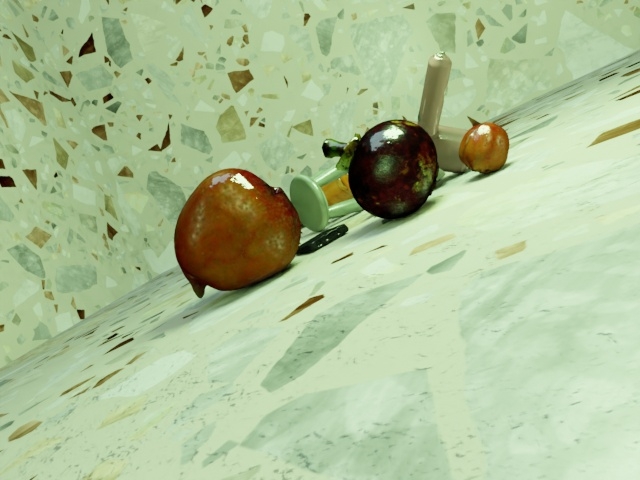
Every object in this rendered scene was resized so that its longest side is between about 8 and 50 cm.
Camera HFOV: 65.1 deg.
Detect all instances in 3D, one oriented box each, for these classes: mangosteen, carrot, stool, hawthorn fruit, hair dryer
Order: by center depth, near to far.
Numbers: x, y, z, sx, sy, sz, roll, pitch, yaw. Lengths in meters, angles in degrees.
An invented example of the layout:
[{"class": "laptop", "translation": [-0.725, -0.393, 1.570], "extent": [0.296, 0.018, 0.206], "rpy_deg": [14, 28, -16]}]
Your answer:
[{"class": "mangosteen", "translation": [0.128, -0.172, 1.159], "extent": [0.289, 0.231, 0.231], "rpy_deg": [15, 22, 17]}, {"class": "hawthorn fruit", "translation": [0.382, -0.215, 1.175], "extent": [0.128, 0.128, 0.128], "rpy_deg": [-25, 7, 3]}, {"class": "hawthorn fruit", "translation": [-0.205, -0.027, 1.200], "extent": [0.311, 0.295, 0.295], "rpy_deg": [-22, 7, 5]}, {"class": "hair dryer", "translation": [0.310, -0.329, 1.311], "extent": [0.210, 0.352, 0.125], "rpy_deg": [11, 54, 10]}, {"class": "stool", "translation": [0.027, -0.154, 1.664], "extent": [0.198, 0.195, 0.195], "rpy_deg": [-28, 7, -28]}, {"class": "carrot", "translation": [0.038, -0.189, 2.114], "extent": [0.225, 0.159, 0.159], "rpy_deg": [-31, 4, 23]}]

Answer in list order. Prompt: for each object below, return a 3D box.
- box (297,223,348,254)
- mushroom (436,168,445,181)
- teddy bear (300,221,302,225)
[{"class": "box", "translation": [0.000, 0.000, 1.330], "extent": [0.126, 0.027, 0.125], "rpy_deg": [-31, 6, -27]}, {"class": "mushroom", "translation": [0.224, -0.144, 1.363], "extent": [0.225, 0.093, 0.116], "rpy_deg": [-34, -17, 7]}, {"class": "teddy bear", "translation": [-0.088, -0.117, 2.089], "extent": [0.140, 0.177, 0.190], "rpy_deg": [25, -27, -34]}]
